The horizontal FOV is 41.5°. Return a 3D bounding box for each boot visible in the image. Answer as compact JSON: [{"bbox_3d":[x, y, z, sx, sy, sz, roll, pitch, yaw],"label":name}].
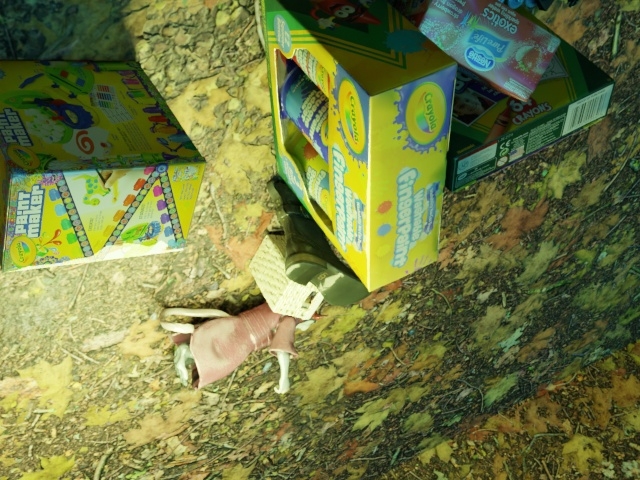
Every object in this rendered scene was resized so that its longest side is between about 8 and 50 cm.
[{"bbox_3d":[0.000,0.000,1.753,0.091,0.228,0.263,-32,138,25],"label":"boot"}]

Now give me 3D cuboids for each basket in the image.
[{"bbox_3d":[-0.071,0.075,1.833,0.103,0.167,0.113,10,123,-36],"label":"basket"}]

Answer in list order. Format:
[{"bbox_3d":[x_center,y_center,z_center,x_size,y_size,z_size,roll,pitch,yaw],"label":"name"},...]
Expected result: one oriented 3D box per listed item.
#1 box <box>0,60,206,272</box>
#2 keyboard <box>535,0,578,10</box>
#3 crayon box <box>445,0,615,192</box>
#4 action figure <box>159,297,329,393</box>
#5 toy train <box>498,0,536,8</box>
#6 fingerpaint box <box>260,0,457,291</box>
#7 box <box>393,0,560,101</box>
[{"bbox_3d":[-0.369,-0.126,1.274,0.279,0.290,0.177,-7,134,-33],"label":"box"},{"bbox_3d":[0.520,-0.583,1.654,0.317,0.033,0.201,-54,142,-2],"label":"keyboard"},{"bbox_3d":[0.314,-0.291,1.628,0.363,0.313,0.106,-26,145,-15],"label":"crayon box"},{"bbox_3d":[-0.163,0.194,1.907,0.370,0.248,0.275,-25,114,-14],"label":"action figure"},{"bbox_3d":[0.371,-0.511,1.640,0.184,0.080,0.105,-11,130,-30],"label":"toy train"},{"bbox_3d":[0.053,-0.196,1.474,0.163,0.371,0.444,-24,141,-18],"label":"fingerpaint box"},{"bbox_3d":[0.253,-0.347,1.420,0.257,0.128,0.122,22,101,-27],"label":"box"}]
